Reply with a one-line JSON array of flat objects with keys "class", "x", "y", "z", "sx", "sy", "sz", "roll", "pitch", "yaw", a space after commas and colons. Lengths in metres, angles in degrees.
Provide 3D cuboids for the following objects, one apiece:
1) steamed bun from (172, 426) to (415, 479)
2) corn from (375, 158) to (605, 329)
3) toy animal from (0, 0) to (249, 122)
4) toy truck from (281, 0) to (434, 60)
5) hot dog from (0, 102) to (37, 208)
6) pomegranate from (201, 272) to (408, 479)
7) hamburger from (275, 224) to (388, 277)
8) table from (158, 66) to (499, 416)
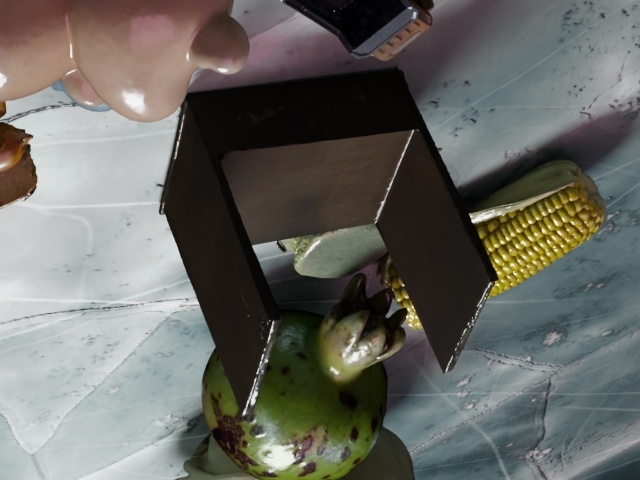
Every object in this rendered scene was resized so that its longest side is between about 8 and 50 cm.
[{"class": "steamed bun", "x": -0.061, "y": 0.360, "z": 2.105, "sx": 0.368, "sy": 0.255, "sz": 0.342, "roll": -33, "pitch": -165, "yaw": -24}, {"class": "corn", "x": 0.209, "y": 0.006, "z": 1.895, "sx": 0.305, "sy": 0.122, "sz": 0.123, "roll": -29, "pitch": 177, "yaw": 15}, {"class": "toy animal", "x": -0.198, "y": -0.202, "z": 1.205, "sx": 0.221, "sy": 0.210, "sz": 0.229, "roll": 13, "pitch": 147, "yaw": -41}, {"class": "toy truck", "x": 0.026, "y": -0.235, "z": 1.395, "sx": 0.083, "sy": 0.092, "sz": 0.192, "roll": -37, "pitch": 148, "yaw": 21}, {"class": "hot dog", "x": -0.419, "y": -0.051, "z": 1.310, "sx": 0.349, "sy": 0.117, "sz": 0.158, "roll": -14, "pitch": 134, "yaw": 4}, {"class": "pomegranate", "x": 0.004, "y": 0.176, "z": 1.899, "sx": 0.306, "sy": 0.242, "sz": 0.242, "roll": -31, "pitch": 149, "yaw": 19}, {"class": "hamburger", "x": 0.024, "y": -0.007, "z": 1.790, "sx": 0.140, "sy": 0.062, "sz": 0.133, "roll": 3, "pitch": 145, "yaw": -41}, {"class": "table", "x": 0.000, "y": 0.000, "z": 1.562, "sx": 0.251, "sy": 0.282, "sz": 0.196, "roll": -10, "pitch": 147, "yaw": -23}]
